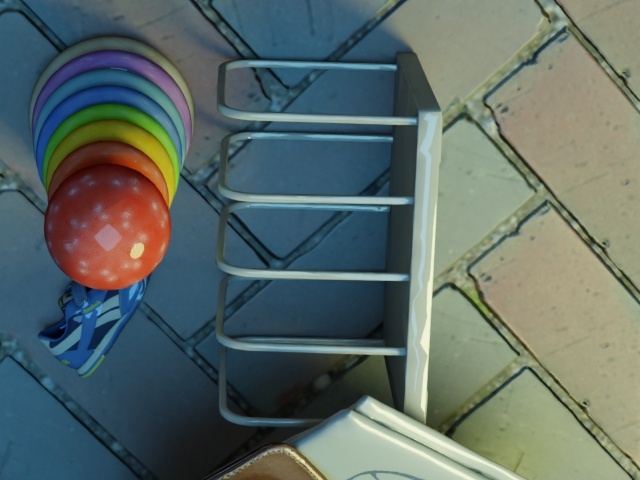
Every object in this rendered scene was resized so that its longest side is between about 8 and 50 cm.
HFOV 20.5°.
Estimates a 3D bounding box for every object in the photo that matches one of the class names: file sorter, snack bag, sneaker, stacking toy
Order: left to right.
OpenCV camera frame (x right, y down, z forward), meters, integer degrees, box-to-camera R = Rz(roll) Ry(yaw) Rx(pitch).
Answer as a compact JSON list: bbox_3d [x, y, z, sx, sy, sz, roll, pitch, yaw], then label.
[{"bbox_3d":[-0.192,0.051,1.541,0.059,0.053,0.144,31,103,-12],"label":"sneaker"},{"bbox_3d":[-0.164,-0.055,1.357,0.141,0.330,0.141,-2,109,-4],"label":"stacking toy"},{"bbox_3d":[0.000,0.000,1.468,0.173,0.193,0.278,0,109,-3],"label":"file sorter"},{"bbox_3d":[0.043,0.259,1.537,0.323,0.037,0.342,28,139,-28],"label":"snack bag"}]

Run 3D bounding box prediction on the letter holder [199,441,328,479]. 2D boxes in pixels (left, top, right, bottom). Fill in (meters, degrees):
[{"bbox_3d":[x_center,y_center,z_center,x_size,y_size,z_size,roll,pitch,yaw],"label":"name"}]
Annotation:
[{"bbox_3d":[-0.024,0.337,1.399,0.214,0.152,0.302,-31,122,3],"label":"letter holder"}]
